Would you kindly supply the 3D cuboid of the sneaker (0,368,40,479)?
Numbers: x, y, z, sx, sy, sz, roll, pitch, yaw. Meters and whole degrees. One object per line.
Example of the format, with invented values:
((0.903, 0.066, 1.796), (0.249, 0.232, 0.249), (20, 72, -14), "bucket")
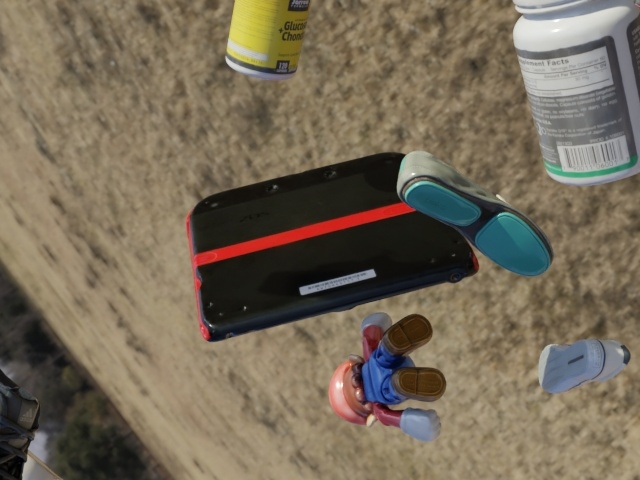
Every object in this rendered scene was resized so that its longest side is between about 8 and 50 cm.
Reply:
((-0.282, 0.182, 0.761), (0.299, 0.121, 0.111), (63, -173, 16), "sneaker")

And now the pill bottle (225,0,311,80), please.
((-0.066, -0.321, 1.293), (0.103, 0.103, 0.184), (37, 124, 40), "pill bottle")

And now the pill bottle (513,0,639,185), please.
((0.435, -0.290, 1.551), (0.204, 0.204, 0.361), (23, 137, 57), "pill bottle")

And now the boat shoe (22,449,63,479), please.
((-0.447, 0.329, 1.216), (0.127, 0.158, 0.340), (45, 155, -14), "boat shoe")

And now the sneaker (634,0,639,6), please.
((0.451, -0.302, 1.192), (0.119, 0.057, 0.047), (15, -166, -10), "sneaker")

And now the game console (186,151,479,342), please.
((0.000, 0.000, 1.375), (0.342, 0.387, 0.060), (-110, 6, -54), "game console")

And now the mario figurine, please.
((0.131, 0.215, 1.537), (0.170, 0.198, 0.320), (27, 158, -4), "mario figurine")

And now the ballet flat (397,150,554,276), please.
((0.175, -0.035, 1.040), (0.213, 0.068, 0.072), (29, 129, -22), "ballet flat")

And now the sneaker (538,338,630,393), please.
((0.475, 0.232, 1.708), (0.258, 0.091, 0.094), (129, 146, -75), "sneaker")
